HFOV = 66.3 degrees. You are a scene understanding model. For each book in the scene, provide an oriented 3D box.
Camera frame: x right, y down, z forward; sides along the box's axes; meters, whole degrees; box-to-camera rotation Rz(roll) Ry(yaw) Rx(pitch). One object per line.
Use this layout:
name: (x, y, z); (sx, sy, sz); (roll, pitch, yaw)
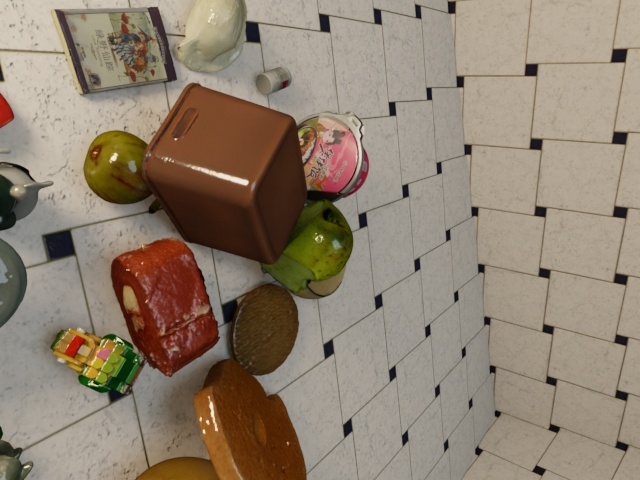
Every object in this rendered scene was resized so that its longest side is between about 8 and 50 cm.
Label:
book: (-0.410, -0.396, 1.008); (0.231, 0.026, 0.157); (-31, 116, -46)

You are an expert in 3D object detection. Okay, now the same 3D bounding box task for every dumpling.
dumpling: (-0.234, -0.500, 1.152); (0.166, 0.126, 0.215); (36, 61, -64)

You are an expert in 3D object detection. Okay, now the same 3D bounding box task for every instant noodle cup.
instant noodle cup: (0.033, -0.223, 1.427); (0.258, 0.303, 0.182); (63, 21, 14)

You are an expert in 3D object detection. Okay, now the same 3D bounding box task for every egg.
egg: (-0.288, 0.601, 1.054); (0.322, 0.250, 0.250); (41, 61, -56)

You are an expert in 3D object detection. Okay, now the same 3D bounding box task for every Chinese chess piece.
Chinese chess piece: (-0.020, 0.052, 1.472); (0.250, 0.103, 0.249); (-2, 93, -51)

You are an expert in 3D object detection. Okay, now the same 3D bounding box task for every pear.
pear: (0.000, 0.000, 1.246); (0.164, 0.255, 0.238); (44, 58, -14)

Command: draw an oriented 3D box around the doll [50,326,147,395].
doll: (-0.431, 0.232, 0.955); (0.186, 0.134, 0.106); (44, 61, -36)

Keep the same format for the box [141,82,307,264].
box: (-0.180, -0.123, 1.049); (0.339, 0.230, 0.239); (81, 30, -62)

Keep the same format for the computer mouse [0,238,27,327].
computer mouse: (-0.629, 0.094, 0.690); (0.371, 0.122, 0.188); (-24, 112, -41)

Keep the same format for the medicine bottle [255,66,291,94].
medicine bottle: (-0.127, -0.436, 1.335); (0.091, 0.058, 0.058); (-39, 122, -43)

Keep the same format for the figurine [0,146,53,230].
figurine: (-0.518, -0.078, 0.787); (0.147, 0.192, 0.126); (-20, 98, -10)

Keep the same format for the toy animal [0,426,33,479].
toy animal: (-0.594, 0.343, 0.760); (0.251, 0.125, 0.127); (44, 30, -37)

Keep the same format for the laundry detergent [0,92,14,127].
laundry detergent: (-0.581, -0.247, 0.783); (0.165, 0.049, 0.097); (61, 41, -32)

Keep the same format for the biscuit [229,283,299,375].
biscuit: (-0.155, 0.247, 1.367); (0.262, 0.037, 0.261); (-4, 95, -52)

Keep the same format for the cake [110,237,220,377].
cake: (-0.332, 0.139, 1.028); (0.151, 0.177, 0.282); (-33, 112, -45)

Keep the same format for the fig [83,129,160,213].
fig: (-0.372, -0.128, 0.980); (0.186, 0.142, 0.147); (25, 99, -36)

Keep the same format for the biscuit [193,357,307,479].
biscuit: (-0.161, 0.481, 1.191); (0.078, 0.349, 0.455); (-31, 131, 4)
